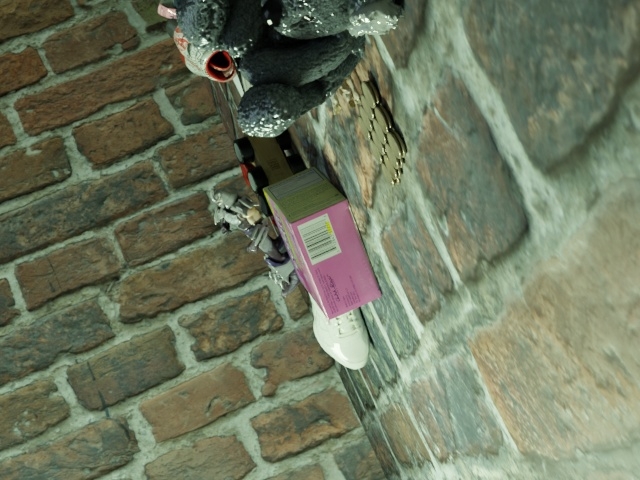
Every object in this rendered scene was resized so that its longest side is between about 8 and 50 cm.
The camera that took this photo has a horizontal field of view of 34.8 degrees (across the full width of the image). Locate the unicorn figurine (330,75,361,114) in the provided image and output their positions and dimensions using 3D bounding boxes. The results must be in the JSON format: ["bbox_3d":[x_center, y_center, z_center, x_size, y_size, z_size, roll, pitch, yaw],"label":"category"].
[{"bbox_3d":[0.011,-0.229,1.396,0.111,0.060,0.162,67,157,-4],"label":"unicorn figurine"}]

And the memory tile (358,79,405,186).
[{"bbox_3d":[0.080,-0.136,1.326,0.148,0.012,0.113,93,152,-74],"label":"memory tile"}]

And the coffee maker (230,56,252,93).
[{"bbox_3d":[-0.102,-0.314,1.682,0.171,0.120,0.178,-122,11,-55],"label":"coffee maker"}]

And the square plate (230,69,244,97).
[{"bbox_3d":[-0.195,-0.454,2.232,0.347,0.049,0.344,155,91,-83],"label":"square plate"}]

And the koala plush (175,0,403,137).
[{"bbox_3d":[-0.013,-0.258,1.101,0.196,0.203,0.221,57,151,6],"label":"koala plush"}]

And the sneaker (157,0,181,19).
[{"bbox_3d":[-0.238,-0.440,1.966,0.319,0.131,0.112,45,152,11],"label":"sneaker"}]

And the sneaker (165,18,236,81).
[{"bbox_3d":[-0.222,-0.372,2.128,0.145,0.090,0.270,46,179,19],"label":"sneaker"}]

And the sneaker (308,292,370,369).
[{"bbox_3d":[0.030,0.158,2.290,0.152,0.114,0.305,-144,31,-79],"label":"sneaker"}]

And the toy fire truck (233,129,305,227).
[{"bbox_3d":[-0.090,-0.115,2.285,0.246,0.158,0.217,104,143,-62],"label":"toy fire truck"}]

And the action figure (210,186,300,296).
[{"bbox_3d":[-0.137,-0.015,2.116,0.285,0.099,0.185,48,178,-34],"label":"action figure"}]

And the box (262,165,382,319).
[{"bbox_3d":[0.000,0.000,1.974,0.243,0.117,0.213,-128,15,-66],"label":"box"}]
